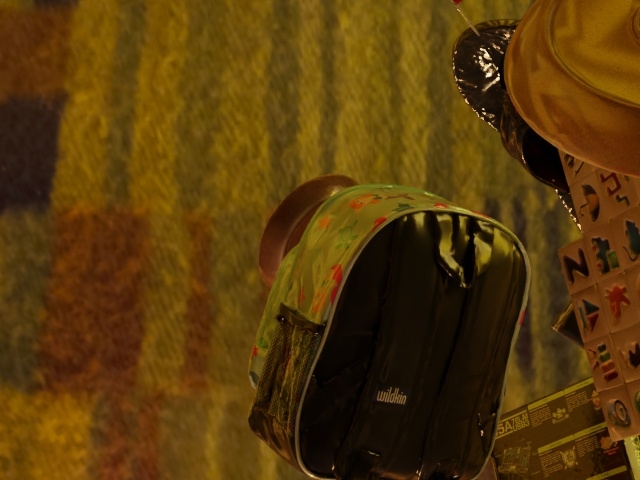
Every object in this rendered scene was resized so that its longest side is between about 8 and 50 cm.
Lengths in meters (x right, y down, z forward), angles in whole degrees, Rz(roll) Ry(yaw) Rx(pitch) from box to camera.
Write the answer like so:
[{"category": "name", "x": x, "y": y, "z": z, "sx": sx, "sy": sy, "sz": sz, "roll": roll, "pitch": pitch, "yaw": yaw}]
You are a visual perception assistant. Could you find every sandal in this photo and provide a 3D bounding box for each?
[{"category": "sandal", "x": 0.345, "y": -0.126, "z": 1.803, "sx": 0.167, "sy": 0.446, "sz": 0.107, "roll": -32, "pitch": 30, "yaw": 27}]

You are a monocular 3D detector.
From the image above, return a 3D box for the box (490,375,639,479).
[{"category": "box", "x": 0.271, "y": 0.256, "z": 1.429, "sx": 0.045, "sy": 0.190, "sz": 0.184, "roll": 9, "pitch": 60, "yaw": -37}]

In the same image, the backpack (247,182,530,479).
[{"category": "backpack", "x": 0.063, "y": 0.077, "z": 1.187, "sx": 0.225, "sy": 0.191, "sz": 0.254, "roll": 9, "pitch": 104, "yaw": -31}]

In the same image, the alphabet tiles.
[{"category": "alphabet tiles", "x": 0.236, "y": 0.017, "z": 0.971, "sx": 0.009, "sy": 0.198, "sz": 0.237, "roll": -8, "pitch": 77, "yaw": -23}]

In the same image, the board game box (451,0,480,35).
[{"category": "board game box", "x": 0.141, "y": -0.307, "z": 1.488, "sx": 0.033, "sy": 0.133, "sz": 0.169, "roll": -36, "pitch": 71, "yaw": 12}]

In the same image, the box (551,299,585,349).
[{"category": "box", "x": 0.618, "y": 0.040, "z": 1.633, "sx": 0.480, "sy": 0.297, "sz": 0.472, "roll": 33, "pitch": 94, "yaw": 13}]

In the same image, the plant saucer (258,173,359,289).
[{"category": "plant saucer", "x": 0.000, "y": 0.000, "z": 1.622, "sx": 0.168, "sy": 0.168, "sz": 0.029, "roll": -40, "pitch": 49, "yaw": -14}]

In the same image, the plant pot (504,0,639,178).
[{"category": "plant pot", "x": 0.231, "y": -0.124, "z": 0.817, "sx": 0.236, "sy": 0.032, "sz": 0.236, "roll": -5, "pitch": 43, "yaw": 5}]
